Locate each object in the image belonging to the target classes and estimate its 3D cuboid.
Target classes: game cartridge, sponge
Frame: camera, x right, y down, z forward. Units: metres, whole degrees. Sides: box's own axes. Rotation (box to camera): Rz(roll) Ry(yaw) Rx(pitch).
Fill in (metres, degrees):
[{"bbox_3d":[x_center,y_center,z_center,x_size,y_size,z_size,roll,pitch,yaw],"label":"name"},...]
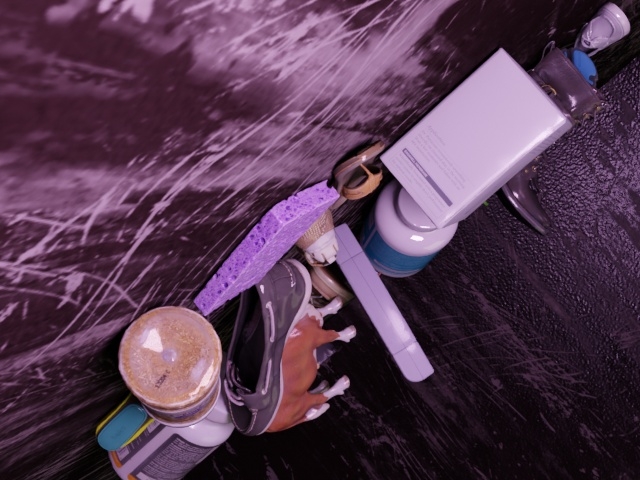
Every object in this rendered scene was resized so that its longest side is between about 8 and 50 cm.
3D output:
[{"bbox_3d":[0.101,0.113,1.548,0.062,0.297,0.198,-31,172,4],"label":"game cartridge"},{"bbox_3d":[-0.071,0.010,1.118,0.117,0.031,0.210,-31,169,-49],"label":"sponge"}]

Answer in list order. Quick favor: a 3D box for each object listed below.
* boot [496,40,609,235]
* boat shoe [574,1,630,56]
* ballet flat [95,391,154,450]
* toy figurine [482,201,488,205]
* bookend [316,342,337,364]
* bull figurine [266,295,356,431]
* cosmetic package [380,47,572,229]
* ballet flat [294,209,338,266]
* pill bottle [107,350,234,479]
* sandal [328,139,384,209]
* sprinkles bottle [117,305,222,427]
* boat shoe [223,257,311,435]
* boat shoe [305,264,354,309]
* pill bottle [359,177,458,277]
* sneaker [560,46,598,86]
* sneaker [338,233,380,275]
[{"bbox_3d":[0.372,-0.165,1.440,0.229,0.263,0.091,-33,-177,2],"label":"boot"},{"bbox_3d":[0.488,-0.365,1.553,0.063,0.066,0.184,-41,-178,2],"label":"boat shoe"},{"bbox_3d":[-0.282,0.260,1.460,0.231,0.077,0.077,-39,-166,15],"label":"ballet flat"},{"bbox_3d":[0.325,-0.173,1.747,0.159,0.130,0.173,-50,-167,6],"label":"toy figurine"},{"bbox_3d":[-0.047,0.212,1.937,0.072,0.157,0.156,-38,171,-13],"label":"bookend"},{"bbox_3d":[-0.038,0.193,1.525,0.188,0.101,0.310,-8,123,-32],"label":"bull figurine"},{"bbox_3d":[0.232,-0.145,1.277,0.225,0.138,0.224,-41,172,17],"label":"cosmetic package"},{"bbox_3d":[0.000,0.000,1.266,0.073,0.067,0.206,-38,172,-1],"label":"ballet flat"},{"bbox_3d":[-0.250,0.322,1.579,0.278,0.162,0.162,-44,172,31],"label":"pill bottle"},{"bbox_3d":[0.048,-0.076,1.126,0.072,0.049,0.180,-36,172,-23],"label":"sandal"},{"bbox_3d":[-0.193,0.177,1.171,0.121,0.121,0.355,-38,172,-15],"label":"sprinkles bottle"},{"bbox_3d":[-0.108,0.174,1.374,0.095,0.112,0.335,-10,128,-42],"label":"boat shoe"},{"bbox_3d":[-0.003,0.100,1.693,0.089,0.104,0.285,-42,173,-5],"label":"boat shoe"},{"bbox_3d":[0.157,-0.030,1.551,0.146,0.146,0.264,-38,173,-14],"label":"pill bottle"},{"bbox_3d":[0.342,-0.197,1.566,0.341,0.125,0.139,-37,177,-6],"label":"sneaker"},{"bbox_3d":[0.163,-0.036,1.796,0.314,0.116,0.136,-37,-174,35],"label":"sneaker"}]
